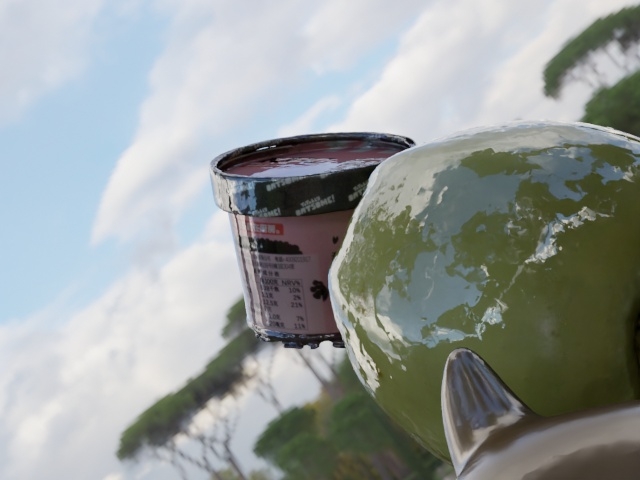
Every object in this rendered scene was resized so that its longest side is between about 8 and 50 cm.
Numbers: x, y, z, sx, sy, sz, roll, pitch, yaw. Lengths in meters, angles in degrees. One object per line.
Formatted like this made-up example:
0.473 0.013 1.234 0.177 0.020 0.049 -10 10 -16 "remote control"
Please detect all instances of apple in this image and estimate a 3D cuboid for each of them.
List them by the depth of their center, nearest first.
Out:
0.103 0.029 0.627 0.200 0.200 0.200 -36 -11 -8 "apple"

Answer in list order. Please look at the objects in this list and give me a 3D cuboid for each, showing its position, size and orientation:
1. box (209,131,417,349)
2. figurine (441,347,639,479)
0.000 0.000 0.932 0.151 0.135 0.151 -4 14 1 "box"
0.141 0.064 0.406 0.247 0.173 0.177 -4 -22 43 "figurine"
